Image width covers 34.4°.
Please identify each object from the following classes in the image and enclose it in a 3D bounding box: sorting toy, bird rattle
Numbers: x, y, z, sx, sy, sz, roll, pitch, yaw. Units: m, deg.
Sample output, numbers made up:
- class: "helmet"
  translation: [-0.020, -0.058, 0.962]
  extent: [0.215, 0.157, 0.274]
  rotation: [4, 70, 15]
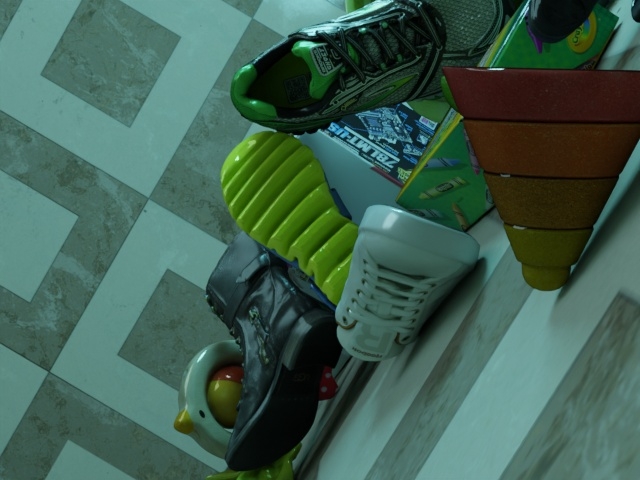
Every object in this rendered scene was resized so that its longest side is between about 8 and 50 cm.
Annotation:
- class: "sorting toy"
  translation: [0.142, -0.050, 0.687]
  extent: [0.365, 0.127, 0.126]
  rotation: [-45, -44, -79]
- class: "bird rattle"
  translation: [-0.084, 0.212, 1.367]
  extent: [0.143, 0.207, 0.253]
  rotation: [-26, 38, 55]

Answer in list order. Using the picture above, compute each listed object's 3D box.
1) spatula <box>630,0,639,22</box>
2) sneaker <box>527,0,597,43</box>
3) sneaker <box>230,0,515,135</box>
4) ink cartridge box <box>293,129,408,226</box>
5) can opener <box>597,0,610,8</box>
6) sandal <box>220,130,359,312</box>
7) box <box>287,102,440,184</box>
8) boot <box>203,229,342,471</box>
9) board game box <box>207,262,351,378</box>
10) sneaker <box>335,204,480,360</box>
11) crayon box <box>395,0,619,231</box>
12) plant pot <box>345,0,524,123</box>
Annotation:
- class: "spatula"
  translation: [0.259, -0.214, 0.807]
  extent: [0.084, 0.030, 0.296]
  rotation: [-56, 1, 30]
- class: "sneaker"
  translation: [0.223, -0.235, 0.799]
  extent: [0.170, 0.051, 0.089]
  rotation: [-53, -3, -2]
- class: "sneaker"
  translation: [0.057, -0.200, 1.160]
  extent: [0.344, 0.134, 0.146]
  rotation: [-22, 0, 22]
- class: "ink cartridge box"
  translation: [0.034, -0.029, 1.423]
  extent: [0.131, 0.226, 0.306]
  rotation: [-58, -1, -6]
- class: "can opener"
  translation: [0.290, -0.286, 1.027]
  extent: [0.093, 0.074, 0.280]
  rotation: [-11, -34, -40]
- class: "sandal"
  translation: [0.000, 0.000, 1.199]
  extent: [0.126, 0.317, 0.138]
  rotation: [-39, -26, -3]
- class: "box"
  translation: [0.102, -0.214, 1.921]
  extent: [0.293, 0.296, 0.073]
  rotation: [-60, 2, -40]
- class: "boot"
  translation: [-0.083, 0.127, 1.292]
  extent: [0.229, 0.091, 0.262]
  rotation: [45, 112, 44]
- class: "board game box"
  translation: [-0.004, 0.034, 1.629]
  extent: [0.303, 0.224, 0.097]
  rotation: [-60, 0, -37]
- class: "sneaker"
  translation: [0.072, 0.051, 0.934]
  extent: [0.290, 0.106, 0.123]
  rotation: [87, -158, -78]
- class: "crayon box"
  translation: [0.172, -0.118, 1.014]
  extent: [0.165, 0.081, 0.278]
  rotation: [-59, 0, -15]
- class: "plant pot"
  translation: [0.182, -0.275, 1.364]
  extent: [0.276, 0.276, 0.254]
  rotation: [-59, -12, -6]
